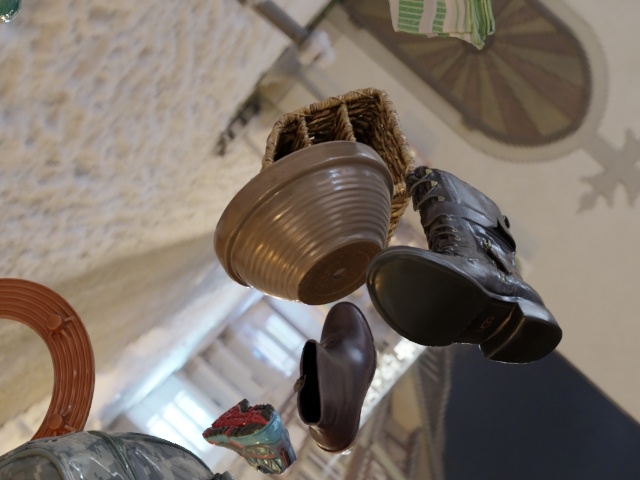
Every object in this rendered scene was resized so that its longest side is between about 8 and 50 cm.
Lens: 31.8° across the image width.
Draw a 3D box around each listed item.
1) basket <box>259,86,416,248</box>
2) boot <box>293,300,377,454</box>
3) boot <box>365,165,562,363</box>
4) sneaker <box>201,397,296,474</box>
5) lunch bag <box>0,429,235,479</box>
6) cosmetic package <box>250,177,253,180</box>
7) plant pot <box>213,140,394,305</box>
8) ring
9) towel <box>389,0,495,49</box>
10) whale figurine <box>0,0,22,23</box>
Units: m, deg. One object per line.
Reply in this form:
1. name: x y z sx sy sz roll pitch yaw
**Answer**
1. basket: 0.012 -0.117 1.904 0.299 0.213 0.223 -102 -153 -47
2. boot: 0.020 0.174 1.610 0.207 0.090 0.249 61 28 -62
3. boot: 0.126 0.006 1.159 0.091 0.263 0.229 -45 -140 26
4. sneaker: -0.119 0.353 1.930 0.104 0.125 0.262 -36 -172 -18
5. lunch bag: -0.240 0.306 1.023 0.305 0.213 0.256 -32 168 17
6. cosmetic package: -0.072 -0.034 1.656 0.041 0.115 0.060 -9 -144 12
7. plant pot: 0.000 0.000 1.360 0.237 0.110 0.237 -24 148 -16
8. ring: -0.460 0.203 1.508 0.336 0.336 0.032 -48 151 -9
9. towel: 0.124 -0.365 1.390 0.038 0.248 0.325 -17 -164 -9
10. whale figurine: -0.208 -0.250 0.793 0.216 0.141 0.272 -2 138 -46
